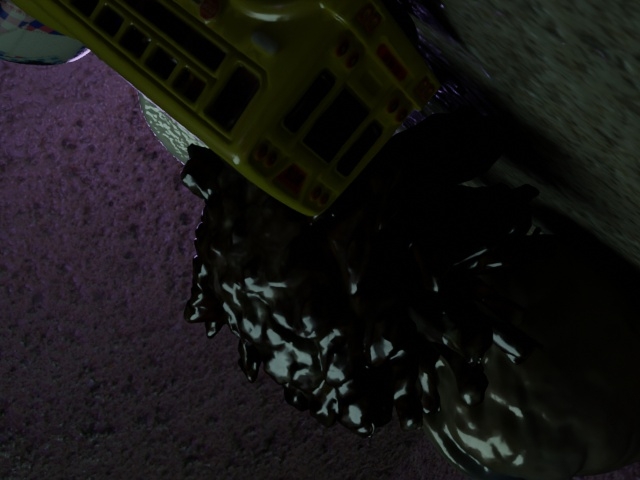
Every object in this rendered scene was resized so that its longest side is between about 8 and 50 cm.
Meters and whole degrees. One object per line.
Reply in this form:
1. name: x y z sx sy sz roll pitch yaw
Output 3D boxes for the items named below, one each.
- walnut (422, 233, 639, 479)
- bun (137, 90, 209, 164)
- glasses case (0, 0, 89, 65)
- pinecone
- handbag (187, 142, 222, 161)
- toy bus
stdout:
1. walnut: 0.200 0.111 0.983 0.248 0.248 0.248 39 -179 -1
2. bun: -0.115 -0.215 1.517 0.263 0.175 0.263 18 145 13
3. glasses case: -0.256 -0.260 1.067 0.125 0.076 0.327 -2 165 -31
4. pinecone: 0.037 0.002 0.803 0.296 0.298 0.242 43 -136 13
5. handbag: -0.001 0.002 1.077 0.247 0.079 0.260 9 -134 -54
6. toy bus: -0.092 -0.164 0.650 0.331 0.151 0.145 39 -176 28
